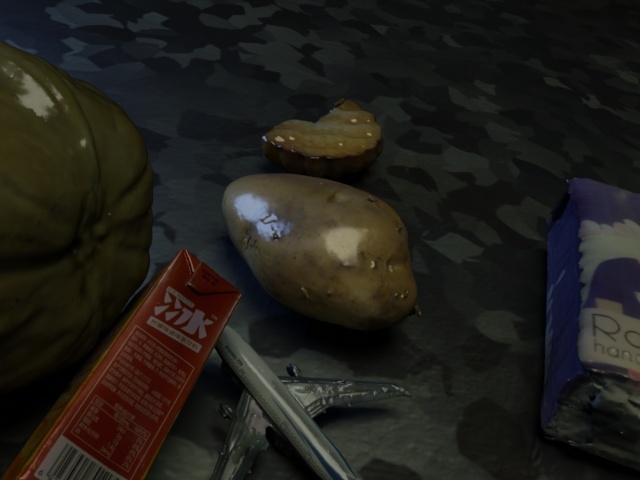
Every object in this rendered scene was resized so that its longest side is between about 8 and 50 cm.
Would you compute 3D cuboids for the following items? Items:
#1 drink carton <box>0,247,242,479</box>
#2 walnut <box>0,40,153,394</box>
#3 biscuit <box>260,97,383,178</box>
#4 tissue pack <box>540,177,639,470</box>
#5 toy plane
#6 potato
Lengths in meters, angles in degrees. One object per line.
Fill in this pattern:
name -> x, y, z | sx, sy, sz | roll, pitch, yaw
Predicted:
drink carton -> -0.146, 0.114, 0.534 | 0.071, 0.096, 0.223 | 39, 42, -13
walnut -> -0.275, -0.018, 0.545 | 0.277, 0.253, 0.282 | 1, 43, 17
biscuit -> 0.012, -0.121, 0.951 | 0.183, 0.061, 0.118 | -23, 53, -37
tissue pack -> 0.360, 0.087, 0.753 | 0.242, 0.125, 0.343 | 19, 37, 4
toy plane -> -0.025, 0.147, 0.594 | 0.226, 0.058, 0.226 | -23, 49, -39
potato -> 0.003, -0.001, 0.737 | 0.161, 0.128, 0.235 | -7, 37, -33
